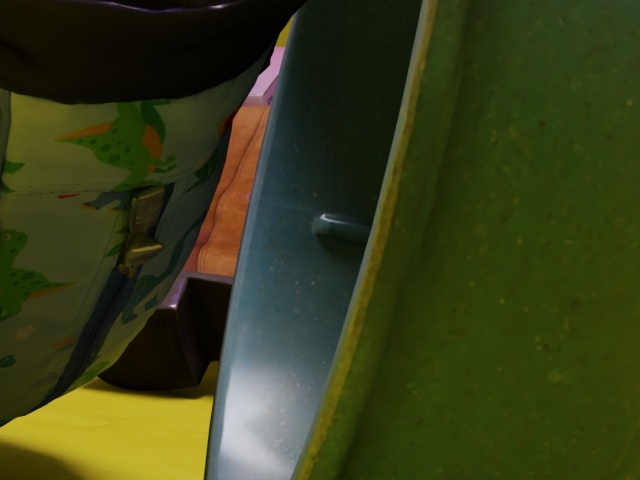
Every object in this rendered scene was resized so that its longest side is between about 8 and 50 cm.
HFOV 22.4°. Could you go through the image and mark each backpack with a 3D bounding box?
[{"bbox_3d":[-0.171,-0.060,0.655,0.273,0.290,0.355,-37,-16,-24],"label":"backpack"}]

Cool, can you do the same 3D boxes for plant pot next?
[{"bbox_3d":[0.157,-0.005,0.558,0.334,0.341,0.341,13,2,-7],"label":"plant pot"}]

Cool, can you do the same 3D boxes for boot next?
[{"bbox_3d":[0.000,0.000,1.076,0.264,0.096,0.280,-5,30,16],"label":"boot"}]

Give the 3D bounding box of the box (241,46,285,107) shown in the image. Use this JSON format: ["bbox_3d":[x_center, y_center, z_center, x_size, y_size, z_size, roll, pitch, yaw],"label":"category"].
[{"bbox_3d":[-0.126,-0.086,1.776,0.213,0.243,0.117,6,35,20],"label":"box"}]
